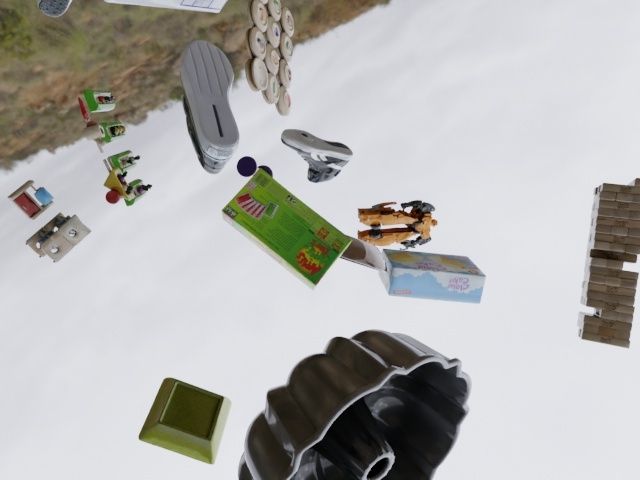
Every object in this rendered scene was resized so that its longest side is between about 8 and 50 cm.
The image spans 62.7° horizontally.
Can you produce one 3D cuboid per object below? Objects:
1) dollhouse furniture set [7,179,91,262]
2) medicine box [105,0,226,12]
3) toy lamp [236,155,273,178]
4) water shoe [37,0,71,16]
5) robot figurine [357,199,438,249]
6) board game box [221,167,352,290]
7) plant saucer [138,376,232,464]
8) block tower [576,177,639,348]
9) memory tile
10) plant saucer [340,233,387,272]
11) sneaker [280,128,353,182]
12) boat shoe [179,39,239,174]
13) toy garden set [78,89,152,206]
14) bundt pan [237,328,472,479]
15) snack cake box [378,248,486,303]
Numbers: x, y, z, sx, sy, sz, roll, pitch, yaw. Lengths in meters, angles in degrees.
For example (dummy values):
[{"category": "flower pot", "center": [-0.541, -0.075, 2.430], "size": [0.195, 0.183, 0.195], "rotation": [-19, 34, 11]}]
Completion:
[{"category": "dollhouse furniture set", "center": [-0.757, -0.052, 1.427], "size": [0.129, 0.184, 0.129], "rotation": [7, -131, 45]}, {"category": "medicine box", "center": [-0.283, -0.514, 0.822], "size": [0.149, 0.264, 0.289], "rotation": [-42, 178, 30]}, {"category": "toy lamp", "center": [-0.224, -0.240, 1.856], "size": [0.080, 0.080, 0.274], "rotation": [-26, 175, 9]}, {"category": "water shoe", "center": [-0.544, -0.573, 1.131], "size": [0.203, 0.073, 0.080], "rotation": [-27, -118, 24]}, {"category": "robot figurine", "center": [0.280, -0.062, 1.911], "size": [0.290, 0.211, 0.085], "rotation": [-5, -143, -5]}, {"category": "board game box", "center": [-0.052, -0.017, 0.807], "size": [0.092, 0.181, 0.043], "rotation": [-51, 175, -17]}, {"category": "plant saucer", "center": [-0.315, 0.421, 1.273], "size": [0.188, 0.188, 0.045], "rotation": [-81, -164, -57]}, {"category": "block tower", "center": [0.601, 0.041, 1.085], "size": [0.097, 0.336, 0.091], "rotation": [9, -179, 19]}, {"category": "memory tile", "center": [-0.058, -0.235, 0.635], "size": [0.012, 0.113, 0.148], "rotation": [-3, -101, 21]}, {"category": "plant saucer", "center": [0.000, 0.000, 1.114], "size": [0.310, 0.310, 0.050], "rotation": [17, -91, 55]}, {"category": "sneaker", "center": [-0.026, -0.209, 1.375], "size": [0.121, 0.216, 0.079], "rotation": [-55, -139, 32]}, {"category": "boat shoe", "center": [-0.260, -0.297, 1.161], "size": [0.119, 0.121, 0.336], "rotation": [-47, -134, 47]}, {"category": "toy garden set", "center": [-0.420, -0.193, 1.084], "size": [0.049, 0.245, 0.204], "rotation": [-16, -164, 0]}, {"category": "bundt pan", "center": [0.037, 0.250, 0.677], "size": [0.330, 0.331, 0.124], "rotation": [-38, -135, -14]}, {"category": "snack cake box", "center": [0.309, 0.098, 1.481], "size": [0.264, 0.089, 0.152], "rotation": [6, -163, -8]}]
